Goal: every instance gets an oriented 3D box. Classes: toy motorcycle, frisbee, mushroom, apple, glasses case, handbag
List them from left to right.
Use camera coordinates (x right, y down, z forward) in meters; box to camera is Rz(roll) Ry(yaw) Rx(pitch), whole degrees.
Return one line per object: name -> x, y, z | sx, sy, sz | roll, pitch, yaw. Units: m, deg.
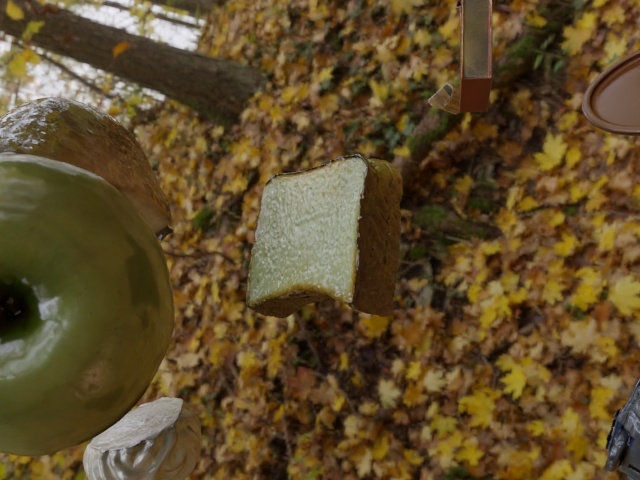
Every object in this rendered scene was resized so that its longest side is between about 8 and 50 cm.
apple -> -0.343, 0.074, 0.886 | 0.357, 0.357, 0.358 | -167, 90, -85
mushroom -> -0.460, -0.157, 1.320 | 0.397, 0.224, 0.314 | 48, -160, -73
glasses case -> 0.307, -0.329, 1.751 | 0.064, 0.041, 0.170 | -42, -12, 20
handbag -> 0.238, -0.310, 1.150 | 0.127, 0.062, 0.190 | 53, -141, -74
frisbee -> 0.503, -0.226, 1.066 | 0.021, 0.250, 0.251 | 58, -158, -31
toy motorcycle -> 0.532, 0.242, 1.112 | 0.212, 0.125, 0.359 | -40, -35, -29

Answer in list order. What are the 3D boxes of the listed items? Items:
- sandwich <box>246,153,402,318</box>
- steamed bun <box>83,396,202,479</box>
sandwich -> 0.000, 0.000, 0.876 | 0.214, 0.065, 0.186 | -13, 66, 50
steamed bun -> -0.257, 0.319, 1.114 | 0.183, 0.182, 0.106 | -97, -11, -75
